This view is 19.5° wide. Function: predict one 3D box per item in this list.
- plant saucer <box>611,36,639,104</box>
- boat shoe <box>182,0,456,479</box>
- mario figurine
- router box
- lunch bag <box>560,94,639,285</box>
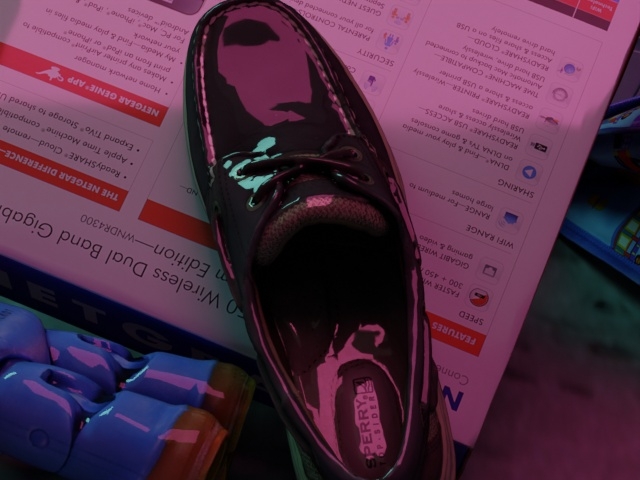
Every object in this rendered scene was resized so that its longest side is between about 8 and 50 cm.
[{"bbox_3d":[0.210,-0.118,1.408,0.067,0.018,0.192,17,32,13],"label":"plant saucer"},{"bbox_3d":[0.000,0.000,0.883,0.103,0.092,0.285,-12,71,-5],"label":"boat shoe"},{"bbox_3d":[-0.203,0.078,0.903,0.320,0.198,0.170,22,73,6],"label":"mario figurine"},{"bbox_3d":[-0.023,-0.075,1.003,0.335,0.082,0.301,23,71,6],"label":"router box"},{"bbox_3d":[0.262,-0.059,1.172,0.221,0.138,0.293,-22,13,-14],"label":"lunch bag"}]
